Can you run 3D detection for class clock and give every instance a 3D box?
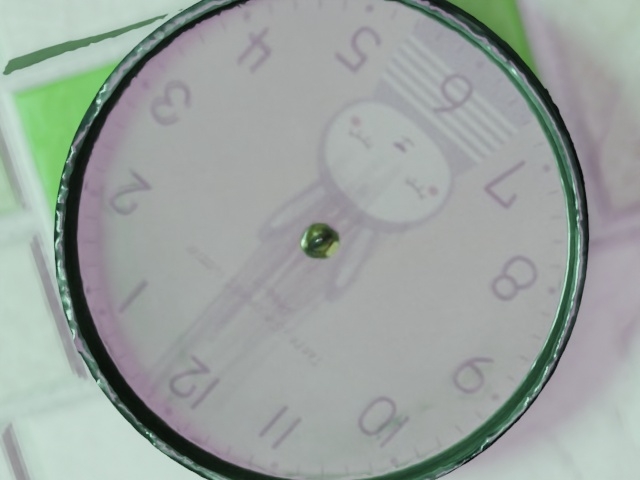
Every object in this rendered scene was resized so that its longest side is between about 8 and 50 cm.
[{"bbox_3d":[0.000,0.000,0.660,0.215,0.042,0.214,0,96,4],"label":"clock"}]
